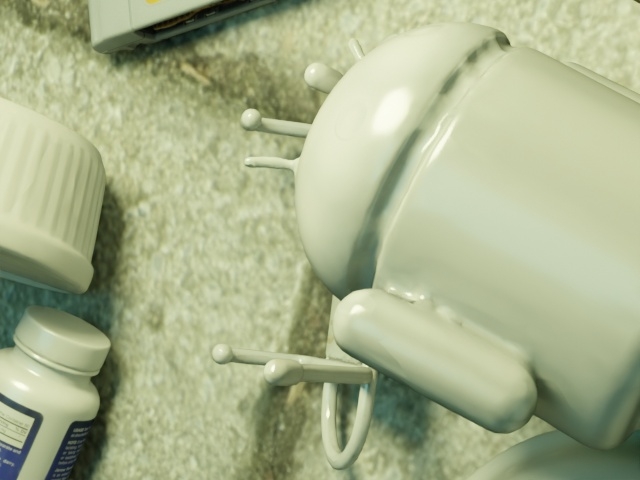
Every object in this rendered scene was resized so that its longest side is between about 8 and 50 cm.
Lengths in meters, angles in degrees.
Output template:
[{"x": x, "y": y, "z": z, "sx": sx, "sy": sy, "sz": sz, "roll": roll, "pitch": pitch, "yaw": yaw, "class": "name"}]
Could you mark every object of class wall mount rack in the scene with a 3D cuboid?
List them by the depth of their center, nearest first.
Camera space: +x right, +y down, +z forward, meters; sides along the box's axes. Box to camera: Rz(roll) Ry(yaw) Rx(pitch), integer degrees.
[{"x": 0.000, "y": 0.000, "z": 1.251, "sx": 0.304, "sy": 0.130, "sz": 0.350, "roll": 174, "pitch": 103, "yaw": -75, "class": "wall mount rack"}]

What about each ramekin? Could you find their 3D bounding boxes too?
[{"x": -0.317, "y": -0.053, "z": 1.477, "sx": 0.273, "sy": 0.273, "sz": 0.127, "roll": 10, "pitch": 77, "yaw": 35, "class": "ramekin"}]

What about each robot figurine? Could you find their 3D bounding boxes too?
[{"x": 0.131, "y": -0.006, "z": 1.025, "sx": 0.353, "sy": 0.300, "sz": 0.200, "roll": 31, "pitch": 138, "yaw": 16, "class": "robot figurine"}]

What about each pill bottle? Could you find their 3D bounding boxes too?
[{"x": -0.264, "y": 0.160, "z": 1.493, "sx": 0.112, "sy": 0.112, "sz": 0.187, "roll": 32, "pitch": 101, "yaw": 33, "class": "pill bottle"}]

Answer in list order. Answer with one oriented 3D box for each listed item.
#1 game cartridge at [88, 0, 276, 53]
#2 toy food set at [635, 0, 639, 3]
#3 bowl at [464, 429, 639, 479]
[{"x": -0.096, "y": -0.298, "z": 1.480, "sx": 0.297, "sy": 0.062, "sz": 0.198, "roll": -14, "pitch": 80, "yaw": 32, "class": "game cartridge"}, {"x": 0.321, "y": -0.166, "z": 1.076, "sx": 0.306, "sy": 0.219, "sz": 0.092, "roll": 25, "pitch": 98, "yaw": 34, "class": "toy food set"}, {"x": 0.190, "y": 0.273, "z": 1.102, "sx": 0.297, "sy": 0.134, "sz": 0.298, "roll": -1, "pitch": 87, "yaw": 13, "class": "bowl"}]
